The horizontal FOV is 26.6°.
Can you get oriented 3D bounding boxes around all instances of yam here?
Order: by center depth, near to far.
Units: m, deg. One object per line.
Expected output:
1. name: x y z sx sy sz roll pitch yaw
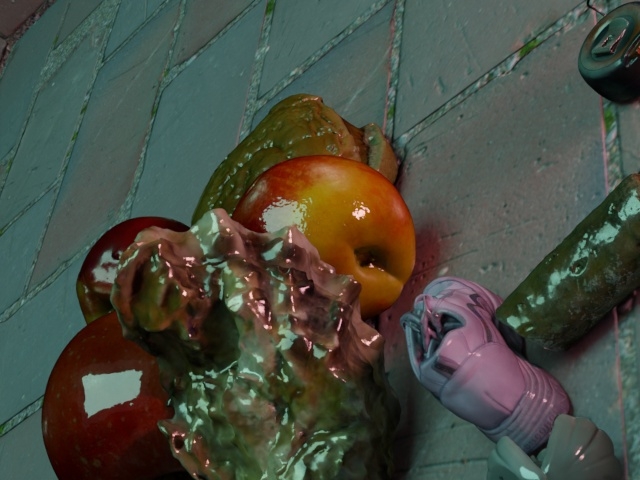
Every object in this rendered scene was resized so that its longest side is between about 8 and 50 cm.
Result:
1. yam: 0.233 0.024 1.150 0.179 0.078 0.078 -47 27 18

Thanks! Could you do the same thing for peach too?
1. peach: 0.000 0.000 1.440 0.192 0.190 0.190 31 87 46
2. peach: -0.225 0.055 1.793 0.197 0.197 0.197 -40 30 29

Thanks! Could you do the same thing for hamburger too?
1. hamburger: -0.047 -0.046 1.644 0.285 0.134 0.265 -51 24 15

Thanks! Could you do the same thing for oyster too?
1. oyster: -0.042 0.131 1.265 0.238 0.351 0.115 -20 -15 -11

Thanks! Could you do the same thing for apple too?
1. apple: -0.161 0.188 1.438 0.260 0.260 0.216 -42 37 26

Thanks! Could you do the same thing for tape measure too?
1. tape measure: 0.265 -0.216 1.275 0.104 0.180 0.107 8 65 44

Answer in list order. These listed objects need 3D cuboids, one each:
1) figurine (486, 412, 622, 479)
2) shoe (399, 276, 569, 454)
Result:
1. figurine: 0.185 0.185 1.050 0.082 0.086 0.094 -36 71 63
2. shoe: 0.119 0.087 1.201 0.095 0.138 0.245 -46 27 9
